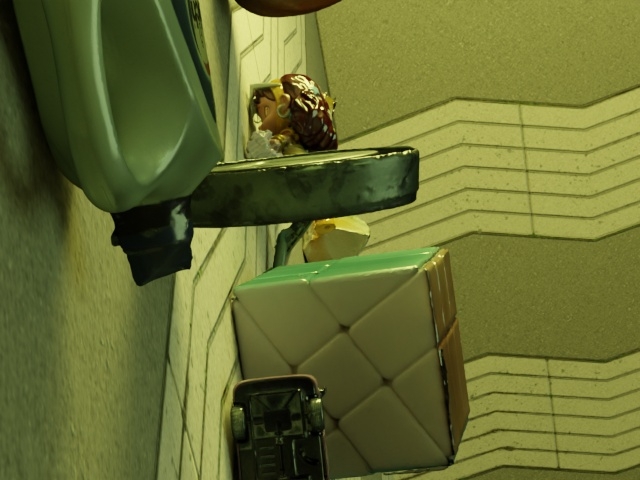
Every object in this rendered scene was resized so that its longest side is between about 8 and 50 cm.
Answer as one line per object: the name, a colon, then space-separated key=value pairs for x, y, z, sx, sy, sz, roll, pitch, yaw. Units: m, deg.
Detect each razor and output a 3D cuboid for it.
razor: x=-0.053 y=0.040 z=1.824 sx=0.084 sy=0.036 sz=0.211 roll=-54 pitch=-167 yaw=33

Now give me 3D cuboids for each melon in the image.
melon: x=0.002 y=0.004 z=2.388 sx=0.202 sy=0.093 sz=0.139 roll=29 pitch=-76 yaw=60

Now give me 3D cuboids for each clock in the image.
clock: x=-0.026 y=-0.046 z=1.163 sx=0.226 sy=0.226 sz=0.049 roll=-64 pitch=148 yaw=-81

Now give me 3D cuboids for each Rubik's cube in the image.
Rubik's cube: x=0.040 y=0.136 z=1.562 sx=0.224 sy=0.231 sz=0.221 roll=-28 pitch=111 yaw=-78

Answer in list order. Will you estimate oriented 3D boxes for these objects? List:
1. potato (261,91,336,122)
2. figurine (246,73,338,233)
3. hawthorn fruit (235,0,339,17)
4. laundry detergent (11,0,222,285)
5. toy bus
potato: x=-0.056 y=-0.163 z=2.011 sx=0.172 sy=0.089 sz=0.101 roll=-15 pitch=-120 yaw=64
figurine: x=-0.033 y=-0.119 z=1.844 sx=0.175 sy=0.116 sz=0.240 roll=74 pitch=10 yaw=-57
hawthorn fruit: x=-0.011 y=-0.375 z=1.757 sx=0.199 sy=0.251 sz=0.199 roll=6 pitch=90 yaw=-88
laundry detergent: x=-0.124 y=-0.108 z=0.834 sx=0.215 sy=0.105 sz=0.280 roll=-71 pitch=154 yaw=-81
toy bus: x=-0.034 y=0.234 z=1.367 sx=0.108 sy=0.096 sz=0.199 roll=73 pitch=11 yaw=-86
